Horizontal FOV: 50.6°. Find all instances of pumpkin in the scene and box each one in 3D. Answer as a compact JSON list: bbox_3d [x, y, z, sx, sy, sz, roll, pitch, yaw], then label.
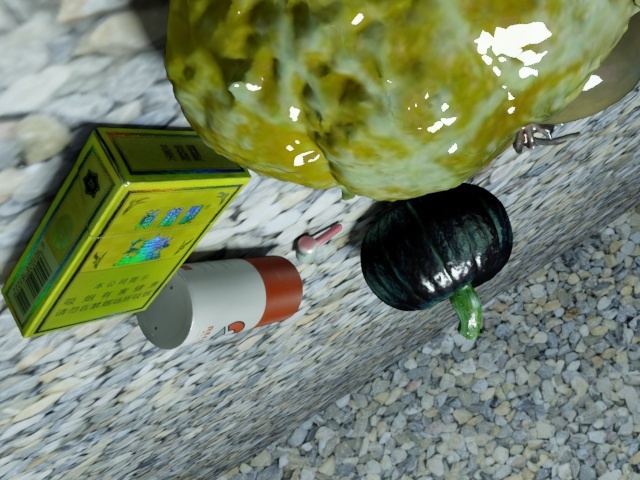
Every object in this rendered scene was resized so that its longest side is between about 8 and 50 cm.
[{"bbox_3d":[0.197,0.039,1.069,0.248,0.248,0.248,-30,161,-11],"label":"pumpkin"}]

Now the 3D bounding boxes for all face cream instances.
[{"bbox_3d":[-0.119,0.071,0.855,0.096,0.096,0.214,-44,159,28],"label":"face cream"}]

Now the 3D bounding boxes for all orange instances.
[{"bbox_3d":[0.074,-0.155,0.453,0.368,0.210,0.271,-37,164,16],"label":"orange"}]

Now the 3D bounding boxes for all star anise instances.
[{"bbox_3d":[0.281,-0.183,0.925,0.227,0.218,0.148,-52,158,-81],"label":"star anise"}]

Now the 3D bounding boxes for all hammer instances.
[{"bbox_3d":[0.000,0.000,0.986,0.083,0.031,0.052,-34,166,-20],"label":"hammer"}]

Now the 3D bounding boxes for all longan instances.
[{"bbox_3d":[0.235,-0.200,0.672,0.189,0.189,0.189,-30,161,-11],"label":"longan"}]

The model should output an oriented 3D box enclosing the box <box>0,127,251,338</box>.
[{"bbox_3d":[-0.178,-0.006,0.616,0.141,0.064,0.220,-10,152,-51],"label":"box"}]
